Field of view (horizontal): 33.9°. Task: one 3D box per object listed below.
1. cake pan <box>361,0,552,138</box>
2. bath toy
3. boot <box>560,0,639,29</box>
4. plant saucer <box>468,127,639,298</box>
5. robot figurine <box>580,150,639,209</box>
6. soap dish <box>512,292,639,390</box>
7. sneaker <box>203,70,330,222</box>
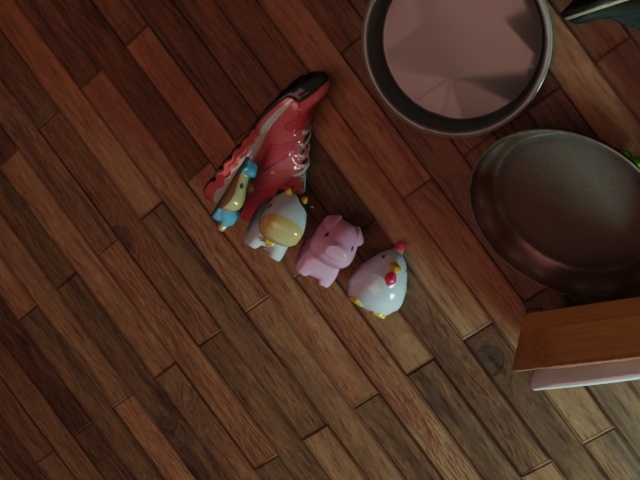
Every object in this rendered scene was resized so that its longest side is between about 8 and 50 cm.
[{"bbox_3d":[0.208,-0.303,1.597,0.293,0.054,0.293,6,108,20],"label":"cake pan"},{"bbox_3d":[0.000,0.000,1.691,0.348,0.151,0.129,30,92,-15],"label":"bath toy"},{"bbox_3d":[0.448,-0.305,1.479,0.198,0.077,0.137,-7,125,53],"label":"boot"},{"bbox_3d":[0.370,-0.046,1.557,0.311,0.050,0.310,22,140,20],"label":"plant saucer"},{"bbox_3d":[0.427,-0.097,1.565,0.115,0.067,0.101,-6,106,24],"label":"robot figurine"},{"bbox_3d":[0.423,0.144,1.531,0.229,0.291,0.118,-11,83,24],"label":"soap dish"},{"bbox_3d":[-0.058,-0.147,1.734,0.136,0.116,0.314,40,123,-5],"label":"sneaker"}]
